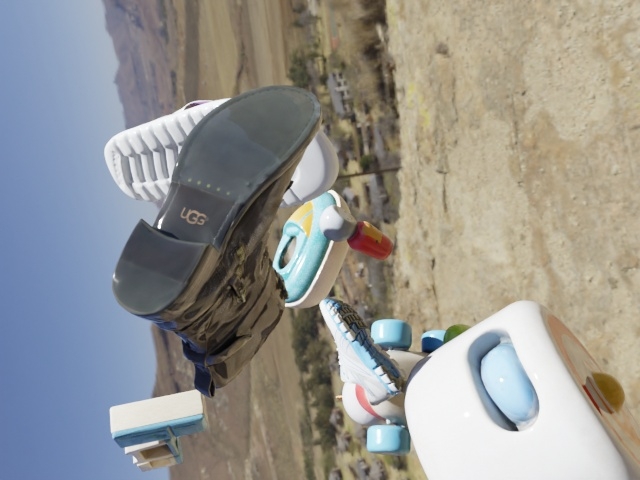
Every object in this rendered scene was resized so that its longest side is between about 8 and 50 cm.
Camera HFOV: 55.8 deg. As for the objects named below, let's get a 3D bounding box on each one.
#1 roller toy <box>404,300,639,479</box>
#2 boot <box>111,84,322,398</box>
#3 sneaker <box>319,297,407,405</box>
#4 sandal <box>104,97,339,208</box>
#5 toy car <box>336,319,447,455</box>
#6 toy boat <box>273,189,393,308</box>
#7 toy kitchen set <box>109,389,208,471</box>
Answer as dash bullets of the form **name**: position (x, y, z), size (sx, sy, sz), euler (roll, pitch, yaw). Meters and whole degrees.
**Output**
- **roller toy**: position (0.179, 0.155, 0.493), size (0.209, 0.146, 0.191), euler (56, -158, 10)
- **boot**: position (-0.072, 0.009, 0.573), size (0.091, 0.263, 0.229), euler (28, 163, 22)
- **sneaker**: position (0.049, 0.178, 0.952), size (0.083, 0.071, 0.190), euler (-44, 73, 25)
- **sandal**: position (-0.158, -0.145, 0.928), size (0.102, 0.417, 0.169), euler (-55, -40, -47)
- **toy car**: position (0.131, 0.286, 1.118), size (0.238, 0.210, 0.219), euler (143, 136, -57)
- **toy boat**: position (0.000, 0.000, 1.203), size (0.318, 0.148, 0.267), euler (-14, 53, 58)
- **toy kitchen set**: position (-0.205, 0.331, 0.849), size (0.207, 0.122, 0.166), euler (95, 162, -57)
